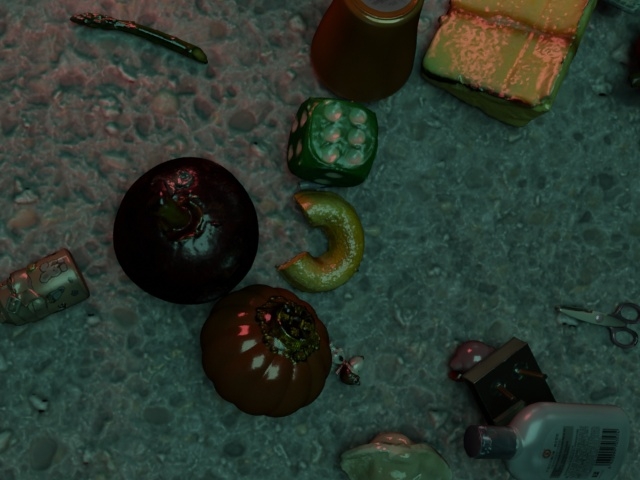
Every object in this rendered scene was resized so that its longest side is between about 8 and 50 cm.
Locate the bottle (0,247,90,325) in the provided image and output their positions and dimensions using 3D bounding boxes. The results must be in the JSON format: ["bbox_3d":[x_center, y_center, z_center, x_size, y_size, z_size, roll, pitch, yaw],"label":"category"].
[{"bbox_3d":[-0.450,0.083,1.538,0.152,0.099,0.099,-25,93,-11],"label":"bottle"}]

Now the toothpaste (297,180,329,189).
[{"bbox_3d":[0.002,-0.100,1.692,0.083,0.015,0.024,-11,88,-19],"label":"toothpaste"}]

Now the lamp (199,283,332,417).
[{"bbox_3d":[-0.086,0.175,1.563,0.223,0.196,0.223,22,46,-24],"label":"lamp"}]

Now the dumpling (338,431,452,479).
[{"bbox_3d":[0.134,0.381,1.637,0.199,0.118,0.136,21,126,-22],"label":"dumpling"}]

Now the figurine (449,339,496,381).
[{"bbox_3d":[0.266,0.210,1.708,0.083,0.067,0.071,-6,127,-13],"label":"figurine"}]

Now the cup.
[{"bbox_3d":[0.087,-0.374,1.610,0.182,0.264,0.226,7,74,-4],"label":"cup"}]

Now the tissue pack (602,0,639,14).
[{"bbox_3d":[0.479,-0.538,1.762,0.257,0.081,0.185,22,56,-11],"label":"tissue pack"}]

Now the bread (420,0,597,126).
[{"bbox_3d":[0.327,-0.364,1.698,0.236,0.198,0.263,27,80,-3],"label":"bread"}]

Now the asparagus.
[{"bbox_3d":[-0.298,-0.344,1.629,0.236,0.027,0.034,16,73,-12],"label":"asparagus"}]

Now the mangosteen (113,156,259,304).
[{"bbox_3d":[-0.210,-0.022,1.509,0.236,0.261,0.235,0,78,2],"label":"mangosteen"}]

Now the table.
[{"bbox_3d":[0.362,0.305,1.669,0.122,0.111,0.240,-35,113,-12],"label":"table"}]

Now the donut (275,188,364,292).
[{"bbox_3d":[0.011,0.005,1.657,0.146,0.078,0.181,14,86,-10],"label":"donut"}]

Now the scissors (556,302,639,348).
[{"bbox_3d":[0.513,0.144,1.791,0.176,0.022,0.085,14,89,-14],"label":"scissors"}]

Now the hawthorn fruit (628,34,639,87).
[{"bbox_3d":[0.701,-0.339,1.750,0.307,0.265,0.265,-14,90,5],"label":"hawthorn fruit"}]

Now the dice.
[{"bbox_3d":[0.021,-0.165,1.638,0.131,0.120,0.128,12,79,-14],"label":"dice"}]

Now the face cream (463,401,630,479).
[{"bbox_3d":[0.366,0.330,1.574,0.291,0.071,0.143,5,102,-25],"label":"face cream"}]

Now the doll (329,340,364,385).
[{"bbox_3d":[0.038,0.212,1.670,0.085,0.040,0.058,27,69,-15],"label":"doll"}]
